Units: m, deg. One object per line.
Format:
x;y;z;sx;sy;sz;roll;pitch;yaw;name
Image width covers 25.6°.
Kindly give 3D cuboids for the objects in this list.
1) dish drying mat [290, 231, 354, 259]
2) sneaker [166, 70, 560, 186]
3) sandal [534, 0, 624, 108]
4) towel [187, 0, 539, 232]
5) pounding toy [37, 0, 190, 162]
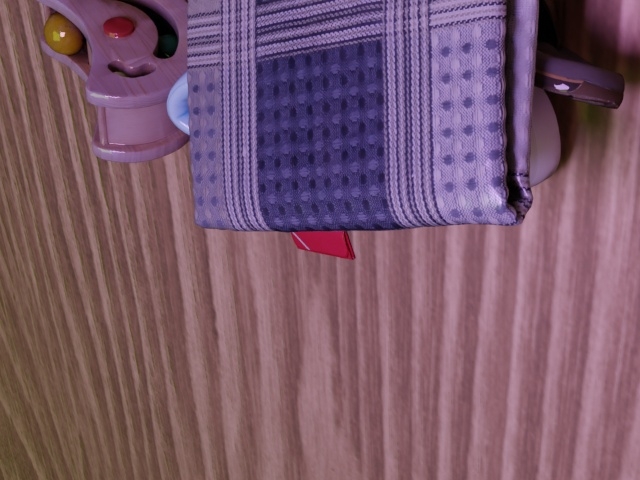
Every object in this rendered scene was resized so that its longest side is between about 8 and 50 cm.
0.000;0.000;1.340;0.083;0.008;0.032;11;126;51;dish drying mat
0.017;-0.083;1.100;0.366;0.150;0.135;15;131;49;sneaker
0.123;-0.152;0.953;0.219;0.090;0.060;38;116;46;sandal
0.021;-0.168;0.974;0.312;0.056;0.324;-1;89;46;towel
-0.170;-0.131;1.319;0.269;0.154;0.155;37;144;31;pounding toy
